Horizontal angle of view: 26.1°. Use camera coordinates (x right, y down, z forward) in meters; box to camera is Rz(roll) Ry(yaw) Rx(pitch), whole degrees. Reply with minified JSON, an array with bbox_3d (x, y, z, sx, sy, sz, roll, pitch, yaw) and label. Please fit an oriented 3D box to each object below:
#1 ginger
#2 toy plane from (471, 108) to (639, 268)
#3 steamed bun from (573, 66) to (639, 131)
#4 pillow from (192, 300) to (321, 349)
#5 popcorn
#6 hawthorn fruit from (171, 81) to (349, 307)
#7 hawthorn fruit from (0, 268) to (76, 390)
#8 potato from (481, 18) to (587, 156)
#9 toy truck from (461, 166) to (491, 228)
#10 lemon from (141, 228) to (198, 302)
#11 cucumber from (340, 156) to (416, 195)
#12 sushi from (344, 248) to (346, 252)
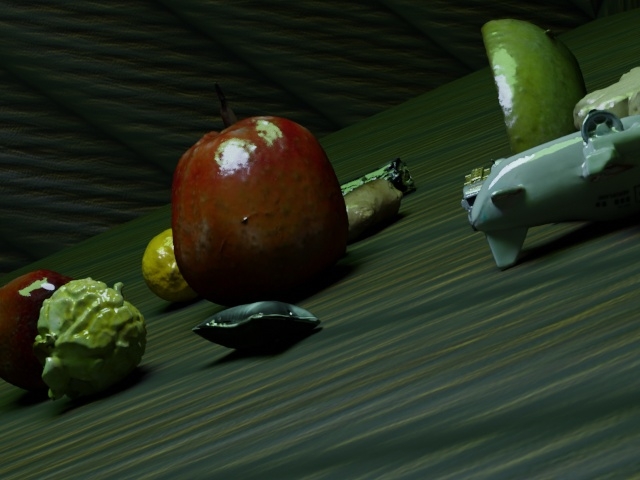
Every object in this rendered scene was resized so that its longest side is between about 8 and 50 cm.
[{"bbox_3d":[0.056,-0.041,2.094,0.190,0.069,0.095,-29,-14,-38],"label":"ginger"},{"bbox_3d":[0.285,-0.065,1.526,0.252,0.118,0.252,-22,-10,-4],"label":"toy plane"},{"bbox_3d":[0.451,-0.160,1.669,0.295,0.137,0.292,-30,12,-17],"label":"steamed bun"},{"bbox_3d":[-0.074,0.097,1.587,0.135,0.055,0.091,-10,12,46],"label":"pillow"},{"bbox_3d":[-0.281,0.116,1.688,0.135,0.141,0.162,-15,1,45],"label":"popcorn"},{"bbox_3d":[-0.101,-0.068,1.860,0.254,0.300,0.254,-20,6,2],"label":"hawthorn fruit"},{"bbox_3d":[-0.379,0.122,1.848,0.169,0.169,0.188,-28,12,-38],"label":"hawthorn fruit"},{"bbox_3d":[0.310,-0.133,1.826,0.112,0.269,0.255,-18,36,16],"label":"potato"},{"bbox_3d":[0.216,-0.060,1.832,0.052,0.063,0.123,-19,9,12],"label":"toy truck"},{"bbox_3d":[-0.217,0.037,2.114,0.114,0.114,0.155,-21,9,2],"label":"lemon"},{"bbox_3d":[0.043,-0.067,2.327,0.245,0.067,0.067,-24,9,-4],"label":"cucumber"},{"bbox_3d":[-0.002,0.001,2.000,0.118,0.060,0.061,-14,6,34],"label":"sushi"}]
